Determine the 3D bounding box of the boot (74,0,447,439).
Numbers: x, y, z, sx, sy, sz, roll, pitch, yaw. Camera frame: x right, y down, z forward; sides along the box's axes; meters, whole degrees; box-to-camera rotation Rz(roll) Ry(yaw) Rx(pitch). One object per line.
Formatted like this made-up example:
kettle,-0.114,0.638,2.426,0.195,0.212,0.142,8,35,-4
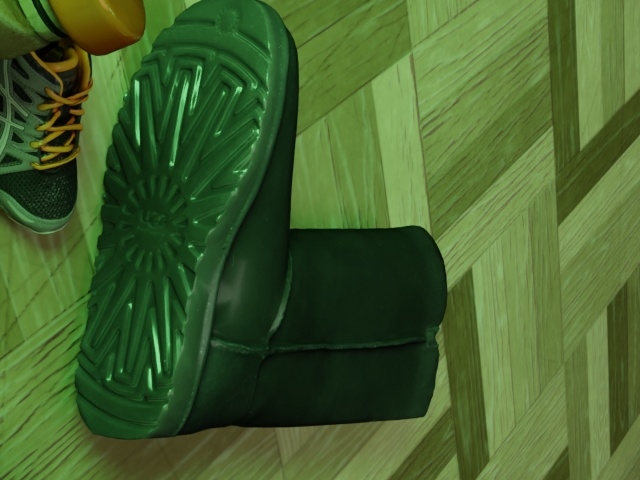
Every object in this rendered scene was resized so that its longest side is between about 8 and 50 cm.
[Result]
boot,-0.001,0.002,1.094,0.445,0.146,0.367,8,102,-54

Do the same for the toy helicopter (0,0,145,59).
toy helicopter,-0.233,-0.233,0.608,0.355,0.140,0.235,41,33,-66

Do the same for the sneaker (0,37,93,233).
sneaker,-0.197,-0.101,0.827,0.084,0.083,0.215,-36,131,-47
